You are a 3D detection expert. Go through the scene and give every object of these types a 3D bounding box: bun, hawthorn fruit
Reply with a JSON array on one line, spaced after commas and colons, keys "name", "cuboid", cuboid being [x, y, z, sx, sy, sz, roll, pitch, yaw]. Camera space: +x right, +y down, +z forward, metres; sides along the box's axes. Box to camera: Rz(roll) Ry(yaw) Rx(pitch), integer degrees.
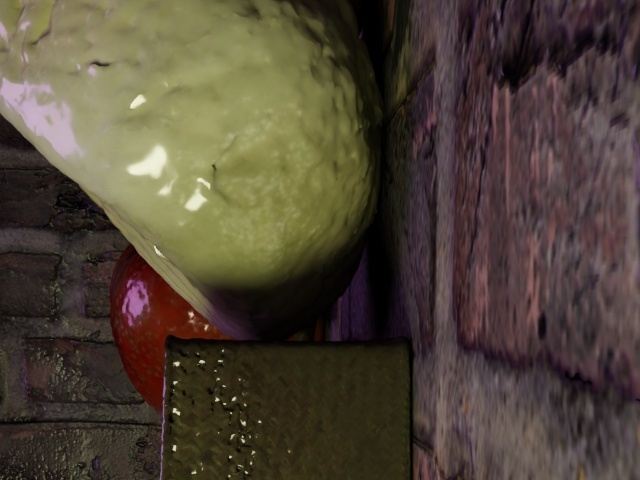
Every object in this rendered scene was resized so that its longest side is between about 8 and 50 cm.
[{"name": "bun", "cuboid": [-0.083, -0.106, 0.851, 0.349, 0.227, 0.352, 48, 175, 0]}, {"name": "hawthorn fruit", "cuboid": [-0.119, 0.128, 1.543, 0.285, 0.285, 0.369, -97, 0, -71]}]

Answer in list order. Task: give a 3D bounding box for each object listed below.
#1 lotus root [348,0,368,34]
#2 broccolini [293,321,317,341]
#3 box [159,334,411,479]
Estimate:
[{"name": "lotus root", "cuboid": [-0.004, -0.196, 0.987, 0.179, 0.089, 0.080, 112, 145, -60]}, {"name": "broccolini", "cuboid": [-0.001, 0.009, 1.085, 0.123, 0.062, 0.271, 50, -135, -71]}, {"name": "box", "cuboid": [-0.028, 0.160, 0.766, 0.273, 0.143, 0.184, 111, 161, -80]}]
